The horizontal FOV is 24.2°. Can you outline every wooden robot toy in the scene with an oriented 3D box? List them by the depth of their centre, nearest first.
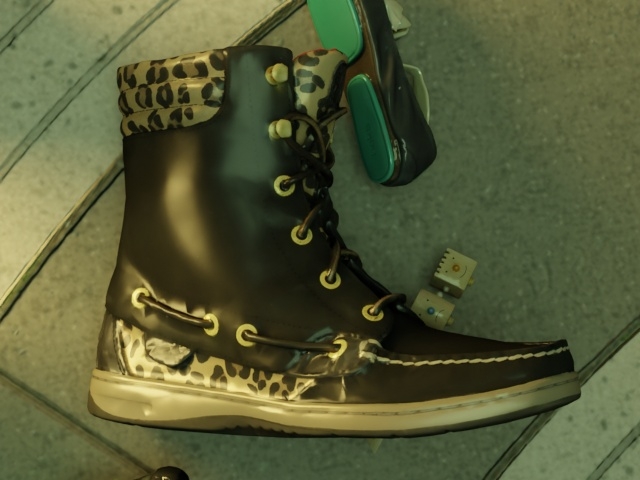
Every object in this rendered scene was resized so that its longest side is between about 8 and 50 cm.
[{"bbox_3d":[0.054,0.077,1.189,0.079,0.076,0.173,28,87,5],"label":"wooden robot toy"}]

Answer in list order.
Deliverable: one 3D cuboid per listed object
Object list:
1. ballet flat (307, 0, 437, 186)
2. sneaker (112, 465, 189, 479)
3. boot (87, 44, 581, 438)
[{"bbox_3d":[0.045,-0.142,1.189,0.074,0.074,0.203,-18,86,-6],"label":"ballet flat"},{"bbox_3d":[-0.033,0.376,1.126,0.202,0.185,0.482,-38,96,0],"label":"sneaker"},{"bbox_3d":[0.000,0.000,1.106,0.378,0.138,0.284,-2,87,24],"label":"boot"}]
